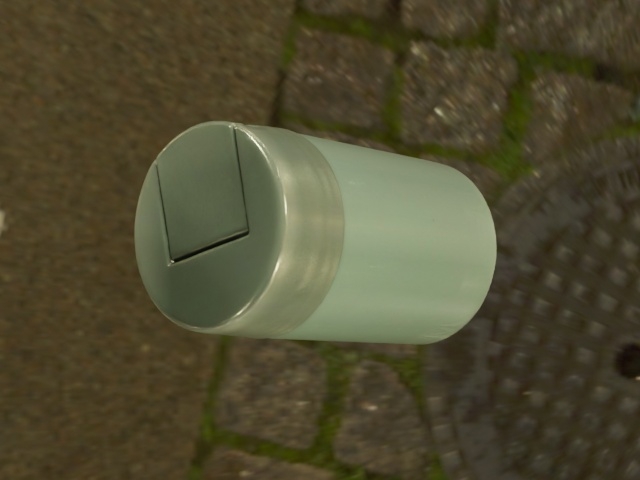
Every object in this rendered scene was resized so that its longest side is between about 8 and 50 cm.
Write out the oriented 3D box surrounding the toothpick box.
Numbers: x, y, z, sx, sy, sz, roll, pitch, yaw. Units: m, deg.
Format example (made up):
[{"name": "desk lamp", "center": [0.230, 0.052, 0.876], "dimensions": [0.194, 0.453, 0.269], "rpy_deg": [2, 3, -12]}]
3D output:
[{"name": "toothpick box", "center": [0.000, 0.000, 0.487], "dimensions": [0.052, 0.083, 0.052], "rpy_deg": [-6, 81, 41]}]
